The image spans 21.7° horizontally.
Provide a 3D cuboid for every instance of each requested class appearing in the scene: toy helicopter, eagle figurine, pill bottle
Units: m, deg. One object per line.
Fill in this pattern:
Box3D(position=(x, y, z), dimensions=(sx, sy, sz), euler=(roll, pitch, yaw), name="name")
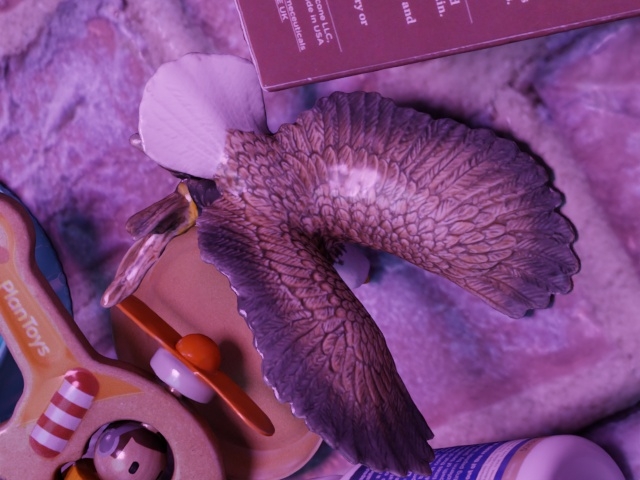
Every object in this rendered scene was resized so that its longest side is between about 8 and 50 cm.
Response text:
Box3D(position=(-0.193, 0.109, 1.383), dimensions=(0.235, 0.140, 0.355), euler=(-28, 99, 10), name="toy helicopter")
Box3D(position=(0.007, 0.001, 1.215), dimensions=(0.298, 0.225, 0.226), euler=(29, 115, 37), name="eagle figurine")
Box3D(position=(0.094, 0.233, 1.263), dimensions=(0.265, 0.153, 0.153), euler=(-12, 102, 40), name="pill bottle")

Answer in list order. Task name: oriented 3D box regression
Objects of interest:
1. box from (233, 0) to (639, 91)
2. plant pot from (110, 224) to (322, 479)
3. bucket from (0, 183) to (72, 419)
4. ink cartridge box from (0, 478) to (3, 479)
Box3D(position=(0.139, -0.203, 1.013), dimensions=(0.381, 0.191, 0.143), euler=(-6, 106, 38), name="box")
Box3D(position=(-0.080, 0.092, 1.416), dimensions=(0.236, 0.032, 0.236), euler=(15, 118, 31), name="plant pot")
Box3D(position=(-0.375, 0.068, 1.531), dimensions=(0.281, 0.183, 0.281), euler=(15, 118, 31), name="bucket")
Box3D(position=(-0.176, 0.309, 1.564), dimensions=(0.333, 0.065, 0.165), euler=(0, 109, 39), name="ink cartridge box")
